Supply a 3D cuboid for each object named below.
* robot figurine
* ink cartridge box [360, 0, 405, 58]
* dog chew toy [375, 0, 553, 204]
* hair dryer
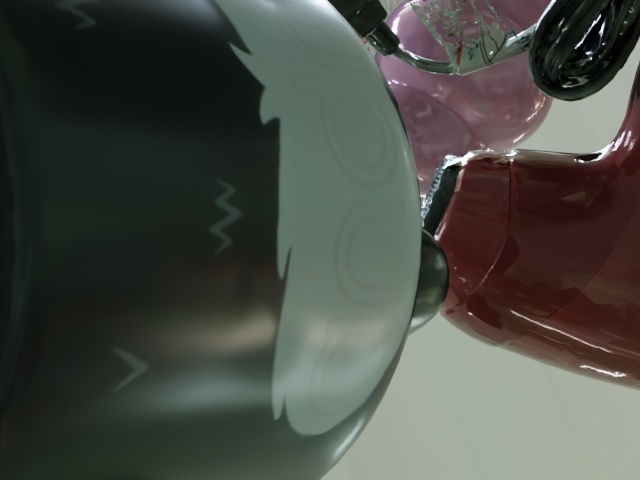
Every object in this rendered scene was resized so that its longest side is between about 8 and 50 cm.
[{"bbox_3d":[-0.089,0.000,0.401,0.209,0.174,0.278,31,-162,33],"label":"robot figurine"},{"bbox_3d":[-0.061,-0.262,1.750,0.306,0.226,0.131,1,-120,9],"label":"ink cartridge box"},{"bbox_3d":[0.147,-0.177,1.517,0.206,0.206,0.332,35,-98,-11],"label":"dog chew toy"},{"bbox_3d":[0.123,-0.038,0.586,0.293,0.223,0.080,57,-151,-21],"label":"hair dryer"}]
